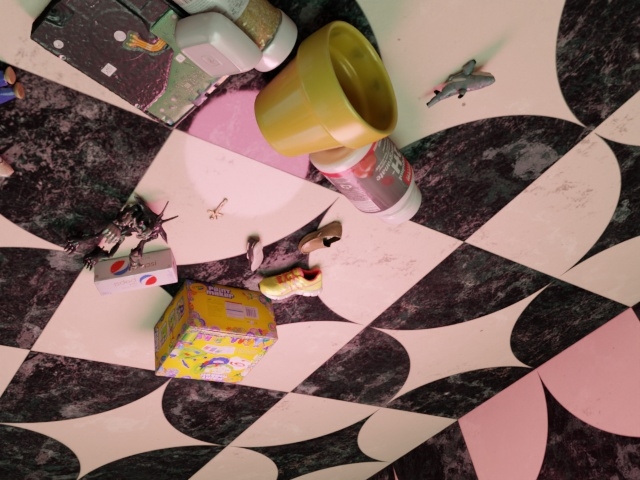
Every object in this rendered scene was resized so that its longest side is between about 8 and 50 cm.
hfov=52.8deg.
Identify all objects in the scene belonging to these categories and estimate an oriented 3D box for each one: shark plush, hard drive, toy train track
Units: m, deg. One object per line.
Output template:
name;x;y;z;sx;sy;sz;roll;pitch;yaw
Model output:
shark plush;0.323;-0.360;1.508;0.161;0.067;0.073;-17;141;4
hard drive;-0.353;-0.389;1.275;0.236;0.064;0.338;-36;135;24
toy train track;-0.270;-0.079;1.709;0.048;0.014;0.083;18;130;-34

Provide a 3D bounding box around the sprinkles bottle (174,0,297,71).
sprinkles bottle;-0.199;-0.460;1.191;0.121;0.121;0.355;-35;136;24

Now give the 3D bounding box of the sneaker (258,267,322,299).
sneaker;-0.088;0.118;1.958;0.208;0.082;0.094;-5;133;-22

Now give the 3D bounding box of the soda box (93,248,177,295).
soda box;-0.512;0.088;1.788;0.216;0.074;0.069;-10;141;-5

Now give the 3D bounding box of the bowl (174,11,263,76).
bowl;-0.197;-0.359;1.211;0.141;0.053;0.142;4;158;40

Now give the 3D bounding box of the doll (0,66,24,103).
doll;-0.704;-0.291;1.301;0.188;0.046;0.129;-13;140;-2

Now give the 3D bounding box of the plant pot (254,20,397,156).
plant pot;-0.002;-0.294;1.370;0.238;0.254;0.254;-22;142;32

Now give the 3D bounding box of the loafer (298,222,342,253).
loafer;0.000;0.000;1.855;0.148;0.050;0.056;-32;137;20

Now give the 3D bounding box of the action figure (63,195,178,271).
action figure;-0.496;-0.004;1.635;0.275;0.141;0.164;-21;129;11

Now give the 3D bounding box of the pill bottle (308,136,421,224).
pill bottle;0.124;-0.169;1.591;0.176;0.176;0.318;-30;139;19

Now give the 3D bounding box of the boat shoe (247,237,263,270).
boat shoe;-0.193;0.040;1.855;0.046;0.038;0.125;-45;160;-30

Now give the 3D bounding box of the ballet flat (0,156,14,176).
ballet flat;-0.751;-0.187;1.406;0.168;0.057;0.052;20;120;-35

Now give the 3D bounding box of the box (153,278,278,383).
box;-0.331;0.291;2.003;0.289;0.177;0.279;14;133;-31
